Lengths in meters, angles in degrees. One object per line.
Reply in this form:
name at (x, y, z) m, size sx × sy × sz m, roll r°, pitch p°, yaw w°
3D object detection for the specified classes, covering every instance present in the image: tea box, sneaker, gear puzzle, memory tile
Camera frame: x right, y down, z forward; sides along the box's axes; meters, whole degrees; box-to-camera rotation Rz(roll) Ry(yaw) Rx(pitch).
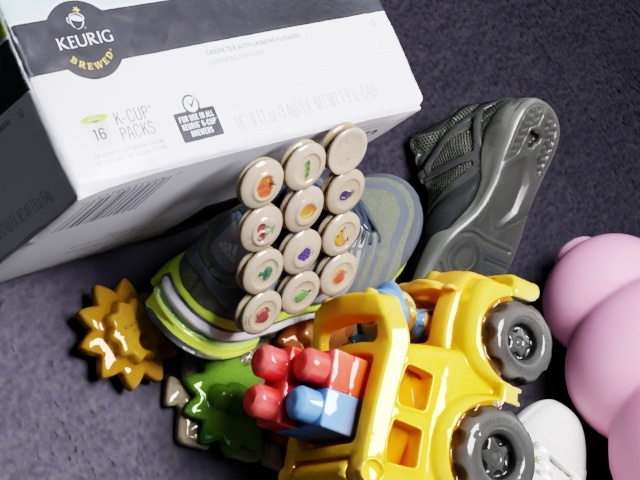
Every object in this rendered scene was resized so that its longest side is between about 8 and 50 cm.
tea box at (-0.156, -0.172, 1.007) m, size 0.329 × 0.220 × 0.323 m, roll -20°, pitch 83°, yaw -43°
sneaker at (0.000, 0.000, 1.086) m, size 0.111 × 0.121 × 0.300 m, roll 49°, pitch 39°, yaw 11°
sneaker at (0.199, 0.251, 1.173) m, size 0.106 × 0.123 × 0.290 m, roll 39°, pitch 49°, yaw -17°
sneaker at (0.127, -0.032, 1.279) m, size 0.087 × 0.130 × 0.227 m, roll 28°, pitch 82°, yaw -33°
gear puzzle at (-0.041, 0.095, 1.098) m, size 0.339 × 0.044 × 0.175 m, roll 20°, pitch 58°, yaw -31°
memory tile at (-0.013, -0.007, 0.970) m, size 0.113 × 0.148 × 0.012 m, roll -25°, pitch 43°, yaw -33°

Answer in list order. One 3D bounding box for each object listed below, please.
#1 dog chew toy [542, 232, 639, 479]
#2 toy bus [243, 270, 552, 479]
dog chew toy at (0.326, 0.126, 1.268) m, size 0.207 × 0.206 × 0.331 m, roll 1°, pitch 45°, yaw -39°
toy bus at (0.048, 0.106, 1.041) m, size 0.211 × 0.149 × 0.220 m, roll 27°, pitch 65°, yaw -27°
